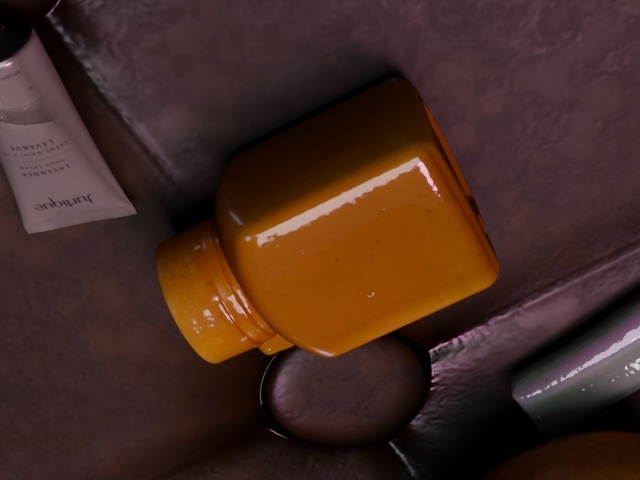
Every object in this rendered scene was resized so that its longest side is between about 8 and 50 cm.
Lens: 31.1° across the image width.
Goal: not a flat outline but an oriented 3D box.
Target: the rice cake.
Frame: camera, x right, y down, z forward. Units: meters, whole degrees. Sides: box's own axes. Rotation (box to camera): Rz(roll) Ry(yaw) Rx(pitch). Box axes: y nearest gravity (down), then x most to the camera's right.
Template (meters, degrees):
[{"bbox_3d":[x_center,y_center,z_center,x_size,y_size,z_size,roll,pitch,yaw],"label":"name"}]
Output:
[{"bbox_3d":[0.264,0.090,0.983,0.222,0.042,0.080,-35,124,19],"label":"rice cake"}]

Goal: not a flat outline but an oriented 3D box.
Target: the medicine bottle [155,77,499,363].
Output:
[{"bbox_3d":[0.000,-0.001,0.838,0.222,0.112,0.149,-25,125,11],"label":"medicine bottle"}]

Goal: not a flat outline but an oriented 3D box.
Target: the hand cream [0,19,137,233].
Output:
[{"bbox_3d":[-0.197,-0.077,0.800,0.087,0.054,0.186,-11,133,6],"label":"hand cream"}]

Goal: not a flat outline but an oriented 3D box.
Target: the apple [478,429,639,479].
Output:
[{"bbox_3d":[0.247,0.305,0.991,0.275,0.299,0.299,-46,120,10],"label":"apple"}]
